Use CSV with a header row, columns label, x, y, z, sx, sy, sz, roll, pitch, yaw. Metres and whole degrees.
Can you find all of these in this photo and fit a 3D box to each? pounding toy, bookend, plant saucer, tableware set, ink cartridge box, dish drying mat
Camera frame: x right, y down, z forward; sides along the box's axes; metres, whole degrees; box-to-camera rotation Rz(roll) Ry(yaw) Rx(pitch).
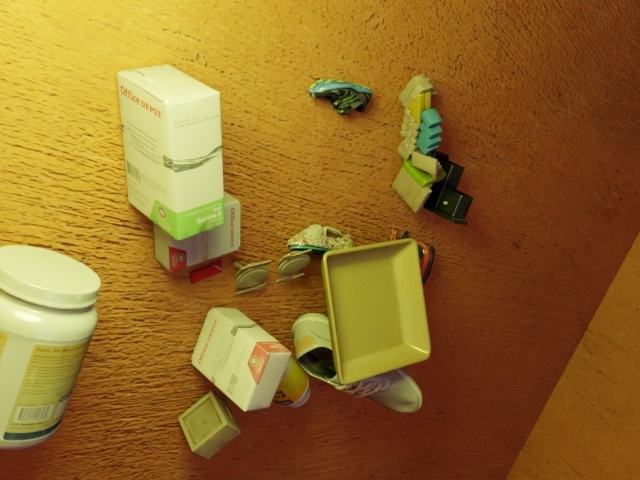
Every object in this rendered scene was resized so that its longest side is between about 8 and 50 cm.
label,x,y,z,sx,sy,sz,roll,pitch,yaw
pounding toy,-0.270,0.453,1.886,0.130,0.141,0.100,-39,138,2
bookend,0.358,-0.146,2.078,0.072,0.157,0.156,5,112,-46
plant saucer,0.132,0.177,1.953,0.332,0.081,0.333,-8,90,-39
tableware set,-0.119,0.064,1.817,0.194,0.039,0.128,-15,151,-22
ink cartridge box,-0.265,-0.023,1.615,0.175,0.072,0.127,-19,126,-35
ink cartridge box,-0.191,0.276,1.767,0.092,0.218,0.159,6,111,-52
ink cartridge box,-0.281,-0.170,1.409,0.114,0.198,0.273,-21,129,-34
dish drying mat,-0.263,0.073,1.728,0.083,0.008,0.032,-24,131,-32

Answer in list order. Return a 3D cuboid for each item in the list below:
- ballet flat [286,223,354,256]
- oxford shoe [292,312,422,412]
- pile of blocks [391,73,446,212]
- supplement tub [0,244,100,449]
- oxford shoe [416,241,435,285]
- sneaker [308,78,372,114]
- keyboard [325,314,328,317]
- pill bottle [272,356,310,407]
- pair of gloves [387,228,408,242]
label,x,y,z,sx,sy,sz,roll,pitch,yaw
ballet flat,0.000,0.000,1.898,0.241,0.091,0.077,13,75,-52
oxford shoe,0.096,0.365,2.031,0.449,0.130,0.169,38,126,-22
pile of blocks,0.284,-0.255,1.943,0.112,0.149,0.362,-22,128,-33
supplement tub,-0.544,0.190,1.361,0.228,0.228,0.316,11,107,-47
oxford shoe,0.276,0.136,2.229,0.098,0.097,0.271,5,111,-52
sneaker,0.049,-0.329,1.729,0.188,0.067,0.078,-2,110,-47
keyboard,0.081,0.189,2.126,0.180,0.023,0.108,-38,136,-21
pill bottle,-0.106,0.362,1.980,0.117,0.117,0.215,-47,138,-11
pair of gloves,0.221,0.002,2.150,0.083,0.010,0.074,8,109,-47
